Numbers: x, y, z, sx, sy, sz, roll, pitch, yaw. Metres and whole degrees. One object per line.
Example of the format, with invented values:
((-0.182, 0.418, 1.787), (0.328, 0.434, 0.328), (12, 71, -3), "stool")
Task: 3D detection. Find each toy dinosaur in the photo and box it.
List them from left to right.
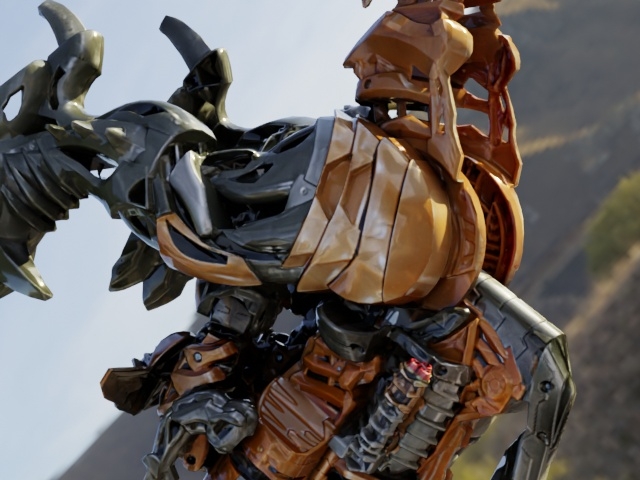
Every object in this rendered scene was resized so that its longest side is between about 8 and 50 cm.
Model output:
((0.000, 0.000, 0.605), (0.164, 0.218, 0.322), (41, -113, -56), "toy dinosaur")
